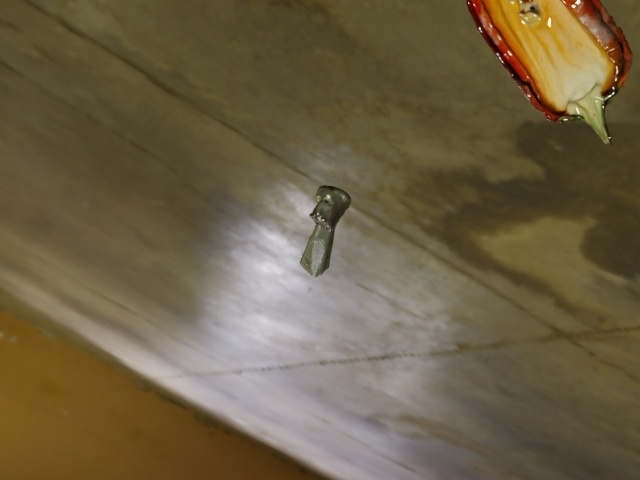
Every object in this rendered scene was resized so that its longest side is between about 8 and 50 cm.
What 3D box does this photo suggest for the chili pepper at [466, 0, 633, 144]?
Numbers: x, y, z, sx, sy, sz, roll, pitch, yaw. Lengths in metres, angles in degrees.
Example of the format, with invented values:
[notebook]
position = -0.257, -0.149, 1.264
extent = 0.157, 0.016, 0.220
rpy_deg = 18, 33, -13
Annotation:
[chili pepper]
position = 0.071, -0.115, 0.397
extent = 0.045, 0.027, 0.178
rpy_deg = -39, 79, 42

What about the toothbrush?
[toothbrush]
position = 0.000, 0.000, 0.920
extent = 0.030, 0.030, 0.297
rpy_deg = 26, 168, 2
